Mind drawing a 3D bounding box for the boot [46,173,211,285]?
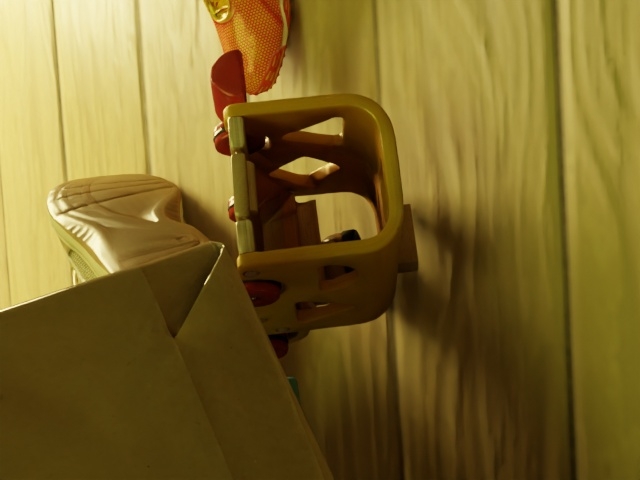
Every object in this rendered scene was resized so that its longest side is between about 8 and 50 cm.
[{"bbox_3d":[-0.118,0.074,0.987,0.262,0.095,0.204,-140,42,-58],"label":"boot"}]

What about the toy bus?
[{"bbox_3d":[0.000,0.001,0.786,0.202,0.104,0.191,-98,2,-65],"label":"toy bus"}]

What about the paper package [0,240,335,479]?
[{"bbox_3d":[-0.092,0.212,0.703,0.310,0.168,0.325,63,154,21],"label":"paper package"}]

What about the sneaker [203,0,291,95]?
[{"bbox_3d":[-0.064,-0.173,0.883,0.064,0.067,0.175,-20,81,53],"label":"sneaker"}]
